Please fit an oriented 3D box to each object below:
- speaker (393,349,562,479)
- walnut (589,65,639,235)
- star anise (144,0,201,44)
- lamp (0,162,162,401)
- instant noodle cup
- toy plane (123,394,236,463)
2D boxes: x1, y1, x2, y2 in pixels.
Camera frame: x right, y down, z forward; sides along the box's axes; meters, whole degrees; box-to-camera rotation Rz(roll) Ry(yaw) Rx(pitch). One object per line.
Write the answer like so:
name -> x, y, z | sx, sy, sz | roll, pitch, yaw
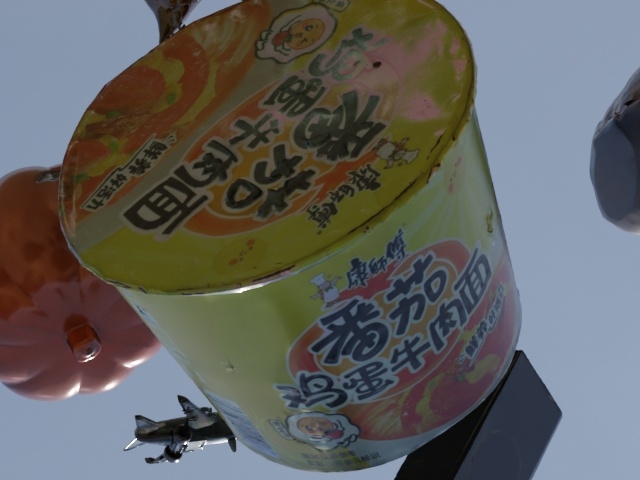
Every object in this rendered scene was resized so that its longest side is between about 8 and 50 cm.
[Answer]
speaker -> 0.084, 0.177, 1.205 | 0.044, 0.082, 0.218 | 7, -126, 40
walnut -> 0.292, -0.083, 1.531 | 0.137, 0.245, 0.137 | 3, -121, -5
star anise -> -0.080, -0.269, 1.257 | 0.148, 0.346, 0.237 | -2, -137, 22
lamp -> -0.199, 0.037, 1.451 | 0.188, 0.187, 0.164 | -11, -142, -14
instant noodle cup -> 0.000, 0.000, 1.117 | 0.264, 0.200, 0.264 | -16, -140, 14
toy plane -> -0.086, 0.127, 1.231 | 0.083, 0.078, 0.031 | 3, -128, -21
